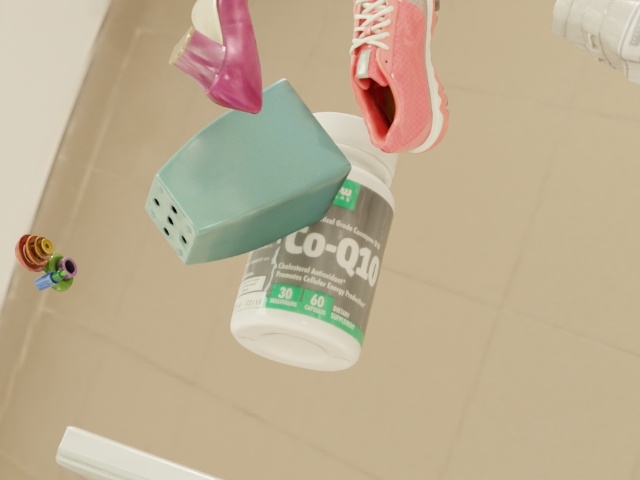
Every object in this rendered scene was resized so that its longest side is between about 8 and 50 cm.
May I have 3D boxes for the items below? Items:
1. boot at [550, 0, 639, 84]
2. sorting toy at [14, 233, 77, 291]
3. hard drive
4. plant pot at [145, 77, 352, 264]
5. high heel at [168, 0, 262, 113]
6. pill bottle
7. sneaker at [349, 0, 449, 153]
[{"bbox_3d":[0.348,-0.259,1.691,0.123,0.258,0.095,25,94,15],"label":"boot"},{"bbox_3d":[-0.325,0.028,1.708,0.042,0.102,0.061,-22,55,27],"label":"sorting toy"},{"bbox_3d":[-0.098,0.269,1.400,0.308,0.203,0.040,18,72,7],"label":"hard drive"},{"bbox_3d":[-0.113,-0.076,1.945,0.165,0.234,0.165,53,152,13],"label":"plant pot"},{"bbox_3d":[-0.093,-0.250,1.665,0.082,0.117,0.244,-44,19,35],"label":"high heel"},{"bbox_3d":[0.000,0.000,2.146,0.204,0.204,0.361,-10,58,45],"label":"pill bottle"},{"bbox_3d":[0.093,-0.266,1.914,0.116,0.136,0.313,-8,98,36],"label":"sneaker"}]
